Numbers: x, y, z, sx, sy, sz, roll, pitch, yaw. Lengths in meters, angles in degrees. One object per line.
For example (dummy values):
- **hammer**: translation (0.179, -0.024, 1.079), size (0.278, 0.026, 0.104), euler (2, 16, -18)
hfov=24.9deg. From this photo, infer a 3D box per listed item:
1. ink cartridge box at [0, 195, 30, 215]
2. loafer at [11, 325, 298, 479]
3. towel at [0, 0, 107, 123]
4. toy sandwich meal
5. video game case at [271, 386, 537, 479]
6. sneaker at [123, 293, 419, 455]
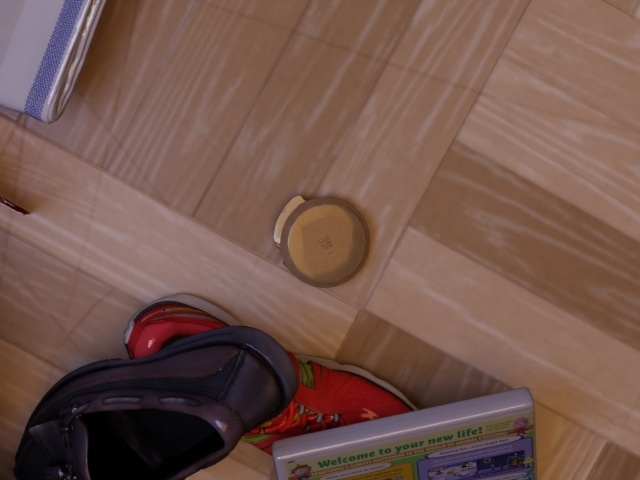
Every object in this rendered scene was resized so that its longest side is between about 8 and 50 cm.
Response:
- **ink cartridge box**: translation (-0.314, -0.097, 1.117), size (0.224, 0.181, 0.056), euler (29, 87, -9)
- **loafer**: translation (-0.151, 0.151, 1.118), size (0.302, 0.095, 0.109), euler (-26, 107, 37)
- **towel**: translation (-0.286, -0.235, 1.134), size (0.285, 0.034, 0.209), euler (24, 99, 16)
- **toy sandwich meal**: translation (0.000, 0.000, 1.229), size (0.085, 0.029, 0.085), euler (-1, 96, -9)
- **video game case**: translation (0.076, 0.215, 1.205), size (0.212, 0.023, 0.193), euler (-12, 130, -3)
- **sneaker**: translation (-0.037, 0.139, 1.191), size (0.279, 0.118, 0.107), euler (24, 93, -6)
